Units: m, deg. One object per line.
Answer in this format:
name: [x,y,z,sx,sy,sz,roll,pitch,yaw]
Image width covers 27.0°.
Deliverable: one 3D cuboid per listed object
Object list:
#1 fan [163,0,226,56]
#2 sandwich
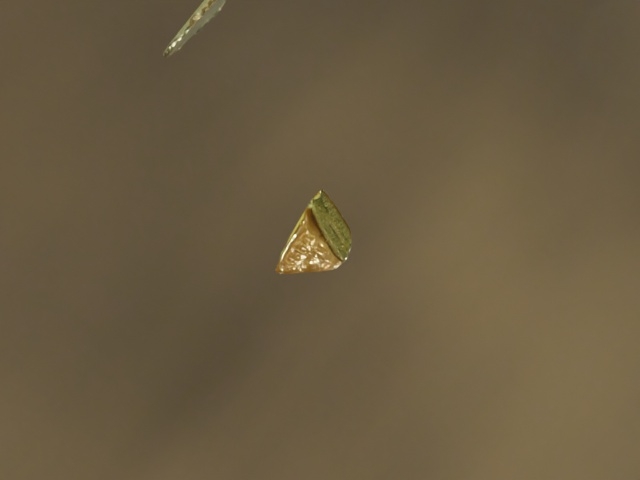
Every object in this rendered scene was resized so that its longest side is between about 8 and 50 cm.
fan: [-0.006,-0.089,0.349,0.005,0.175,0.113,41,-82,-9]
sandwich: [0.000,0.000,0.930,0.083,0.044,0.031,125,168,-56]
